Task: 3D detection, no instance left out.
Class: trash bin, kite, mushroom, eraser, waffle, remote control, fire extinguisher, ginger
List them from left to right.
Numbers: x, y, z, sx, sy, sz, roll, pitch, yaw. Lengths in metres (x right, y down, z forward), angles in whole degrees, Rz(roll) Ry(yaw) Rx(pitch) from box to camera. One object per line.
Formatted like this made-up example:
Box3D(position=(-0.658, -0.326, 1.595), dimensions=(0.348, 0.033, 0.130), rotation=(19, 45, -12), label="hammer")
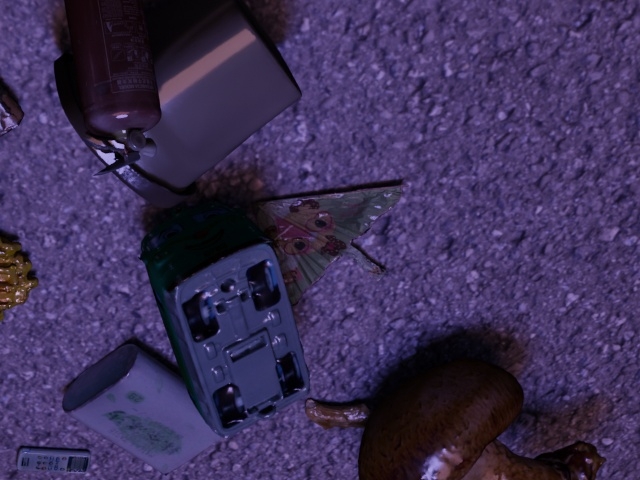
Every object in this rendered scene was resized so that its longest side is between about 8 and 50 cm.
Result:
Box3D(position=(-0.561, 0.053, 1.876), dimensions=(0.245, 0.052, 0.254), rotation=(-35, 128, 15), label="waffle")
Box3D(position=(-0.460, 0.379, 2.181), dimensions=(0.125, 0.018, 0.053), rotation=(7, 128, -16), label="remote control")
Box3D(position=(-0.249, -0.207, 1.491), dimensions=(0.105, 0.268, 0.105), rotation=(-10, 173, -1), label="fire extinguisher")
Box3D(position=(-0.287, 0.283, 2.096), dimensions=(0.174, 0.081, 0.227), rotation=(-36, 127, 18), label="eraser")
Box3D(position=(-0.179, -0.203, 1.650), dimensions=(0.250, 0.219, 0.219), rotation=(-34, 128, 7), label="trash bin")
Box3D(position=(0.000, 0.000, 1.968), dimensions=(0.268, 0.013, 0.323), rotation=(28, 121, -28), label="kite")
Box3D(position=(0.040, 0.305, 2.207), dimensions=(0.137, 0.044, 0.057), rotation=(3, 158, -6), label="ginger")
Box3D(position=(0.238, 0.385, 2.130), dimensions=(0.331, 0.334, 0.356), rotation=(-34, 90, 33), label="mushroom")

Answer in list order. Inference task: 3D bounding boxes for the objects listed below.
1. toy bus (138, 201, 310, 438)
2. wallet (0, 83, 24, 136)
Box3D(position=(-0.147, 0.107, 1.900), dimensions=(0.184, 0.199, 0.343), rotation=(-25, 131, -16), label="toy bus")
Box3D(position=(-0.544, -0.235, 1.647), dimensions=(0.169, 0.044, 0.317), rotation=(-26, 128, 12), label="wallet")
